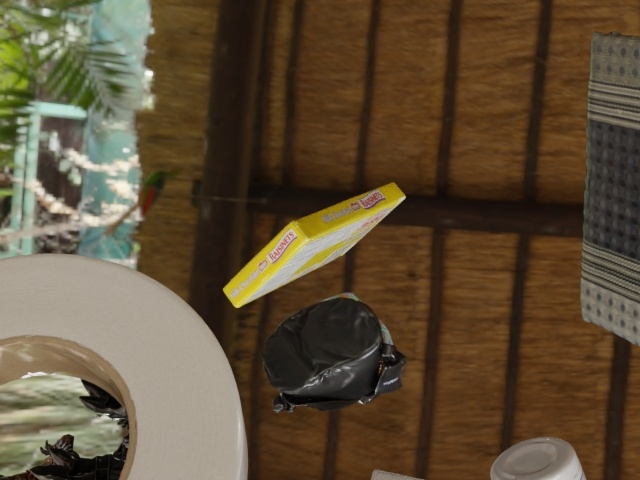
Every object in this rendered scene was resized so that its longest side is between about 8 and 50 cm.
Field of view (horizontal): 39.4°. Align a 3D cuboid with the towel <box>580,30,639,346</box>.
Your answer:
[{"bbox_3d":[0.348,-0.018,0.772,0.324,0.056,0.312,-145,-133,-60],"label":"towel"}]

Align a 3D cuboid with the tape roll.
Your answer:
[{"bbox_3d":[-0.254,0.188,0.764,0.072,0.392,0.392,91,-16,-55],"label":"tape roll"}]

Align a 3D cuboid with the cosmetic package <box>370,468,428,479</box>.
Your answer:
[{"bbox_3d":[0.112,0.612,1.366,0.453,0.162,0.230,-75,176,-50],"label":"cosmetic package"}]

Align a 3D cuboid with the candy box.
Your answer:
[{"bbox_3d":[0.000,0.000,0.853,0.027,0.206,0.105,50,-60,10],"label":"candy box"}]

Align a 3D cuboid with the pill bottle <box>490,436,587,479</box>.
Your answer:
[{"bbox_3d":[0.291,0.350,1.098,0.108,0.108,0.193,-2,-65,61],"label":"pill bottle"}]

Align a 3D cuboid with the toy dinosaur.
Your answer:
[{"bbox_3d":[-0.218,0.269,0.935,0.164,0.322,0.218,-115,-151,-53],"label":"toy dinosaur"}]

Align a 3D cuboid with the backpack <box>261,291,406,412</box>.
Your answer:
[{"bbox_3d":[0.023,0.128,1.011,0.152,0.182,0.115,-22,-111,10],"label":"backpack"}]
